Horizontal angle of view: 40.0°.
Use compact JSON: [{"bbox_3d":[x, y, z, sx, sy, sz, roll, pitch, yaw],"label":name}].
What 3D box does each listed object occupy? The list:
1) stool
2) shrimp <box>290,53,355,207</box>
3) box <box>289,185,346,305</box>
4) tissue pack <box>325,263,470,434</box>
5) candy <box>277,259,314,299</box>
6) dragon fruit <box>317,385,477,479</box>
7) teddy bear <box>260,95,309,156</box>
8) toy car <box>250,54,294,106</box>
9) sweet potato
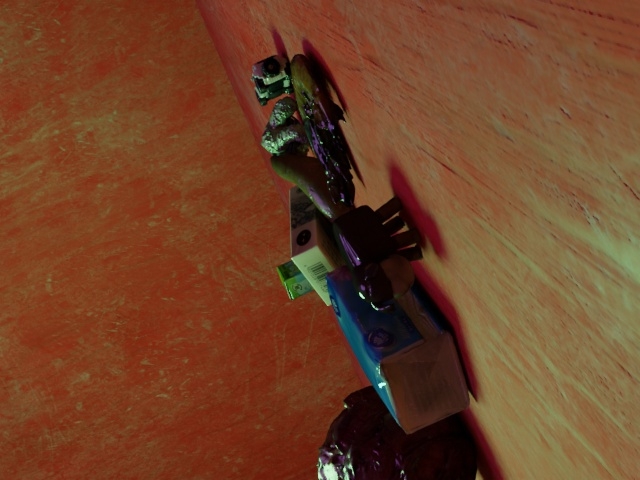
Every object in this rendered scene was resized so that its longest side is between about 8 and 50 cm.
[{"bbox_3d":[0.091,0.020,1.311,0.217,0.121,0.125,-119,7,-57],"label":"stool"},{"bbox_3d":[0.013,-0.183,1.518,0.222,0.054,0.290,-132,21,-73],"label":"shrimp"},{"bbox_3d":[0.000,0.000,1.960,0.164,0.069,0.256,54,-161,-34],"label":"box"},{"bbox_3d":[0.129,0.169,1.517,0.263,0.146,0.198,-121,8,-53],"label":"tissue pack"},{"bbox_3d":[-0.001,0.065,2.105,0.097,0.195,0.062,-125,12,-66],"label":"candy"},{"bbox_3d":[0.157,0.445,1.754,0.329,0.329,0.329,155,90,-85],"label":"dragon fruit"},{"bbox_3d":[-0.079,-0.223,2.007,0.213,0.111,0.133,80,168,-68],"label":"teddy bear"},{"bbox_3d":[-0.103,-0.341,1.840,0.170,0.080,0.070,105,140,-83],"label":"toy car"},{"bbox_3d":[0.005,-0.103,1.866,0.346,0.079,0.108,48,160,26],"label":"sweet potato"}]
